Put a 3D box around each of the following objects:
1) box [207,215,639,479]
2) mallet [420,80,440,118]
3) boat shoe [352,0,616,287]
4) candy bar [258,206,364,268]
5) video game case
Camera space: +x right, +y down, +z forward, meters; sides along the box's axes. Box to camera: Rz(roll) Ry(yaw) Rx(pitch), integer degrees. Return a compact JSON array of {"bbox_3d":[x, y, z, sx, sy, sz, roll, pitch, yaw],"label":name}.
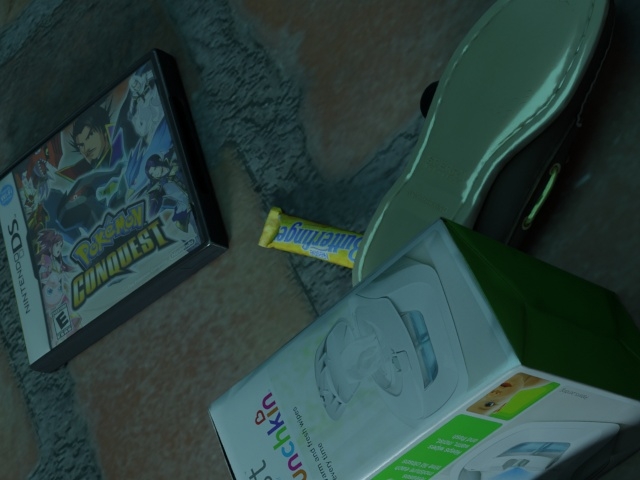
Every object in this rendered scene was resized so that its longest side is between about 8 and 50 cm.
[{"bbox_3d":[0.094,0.121,0.968,0.231,0.262,0.127,-40,56,22],"label":"box"},{"bbox_3d":[0.096,-0.046,1.169,0.039,0.062,0.189,35,114,46],"label":"mallet"},{"bbox_3d":[0.146,-0.070,1.090,0.116,0.097,0.324,35,99,41],"label":"boat shoe"},{"bbox_3d":[0.000,0.000,1.228,0.161,0.018,0.040,15,83,49],"label":"candy bar"},{"bbox_3d":[-0.233,-0.030,1.422,0.275,0.035,0.248,-34,58,27],"label":"video game case"}]
